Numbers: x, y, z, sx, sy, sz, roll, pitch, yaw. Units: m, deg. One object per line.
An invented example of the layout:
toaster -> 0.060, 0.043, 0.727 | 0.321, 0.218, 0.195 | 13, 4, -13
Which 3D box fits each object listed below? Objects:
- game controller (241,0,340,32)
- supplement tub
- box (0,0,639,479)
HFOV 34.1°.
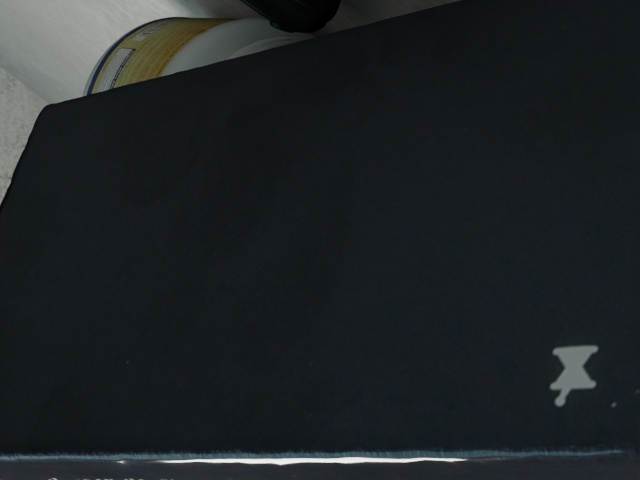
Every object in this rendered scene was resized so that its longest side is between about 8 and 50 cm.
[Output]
game controller -> -0.114, -0.287, 0.833 | 0.319, 0.067, 0.166 | 36, 156, 3
supplement tub -> -0.093, -0.110, 1.055 | 0.228, 0.228, 0.316 | 42, 170, -29
box -> 0.075, 0.110, 0.753 | 0.479, 0.297, 0.472 | -7, 146, 31
